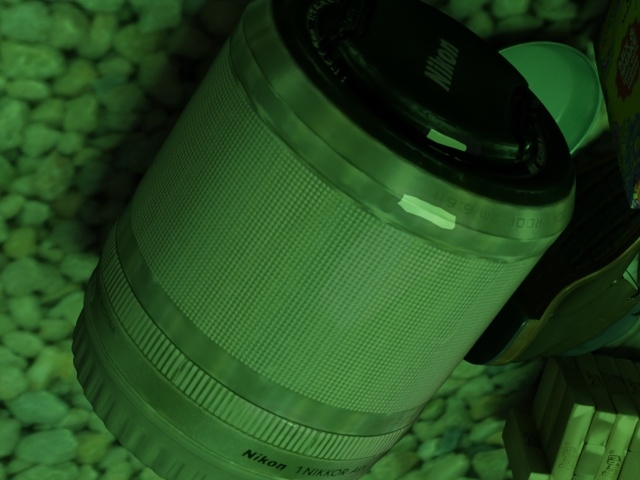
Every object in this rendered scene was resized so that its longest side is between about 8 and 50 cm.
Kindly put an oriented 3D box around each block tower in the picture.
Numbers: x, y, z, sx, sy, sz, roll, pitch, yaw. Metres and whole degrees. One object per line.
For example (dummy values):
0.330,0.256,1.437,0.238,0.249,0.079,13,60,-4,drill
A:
0.316,0.165,1.360,0.335,0.091,0.097,9,116,-9,block tower

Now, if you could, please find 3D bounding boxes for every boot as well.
0.196,0.012,1.257,0.106,0.082,0.219,11,135,-45,boot

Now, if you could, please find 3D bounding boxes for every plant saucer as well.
0.125,-0.087,1.162,0.119,0.021,0.119,-12,134,-13,plant saucer

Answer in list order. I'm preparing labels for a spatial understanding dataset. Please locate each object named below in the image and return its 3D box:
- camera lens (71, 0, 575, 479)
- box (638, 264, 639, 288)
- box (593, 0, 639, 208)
0.000,0.000,1.049,0.219,0.219,0.274,15,124,-33,camera lens
0.304,-0.038,1.272,0.145,0.038,0.186,-15,136,-9,box
0.340,-0.160,1.026,0.279,0.177,0.290,8,130,-8,box
